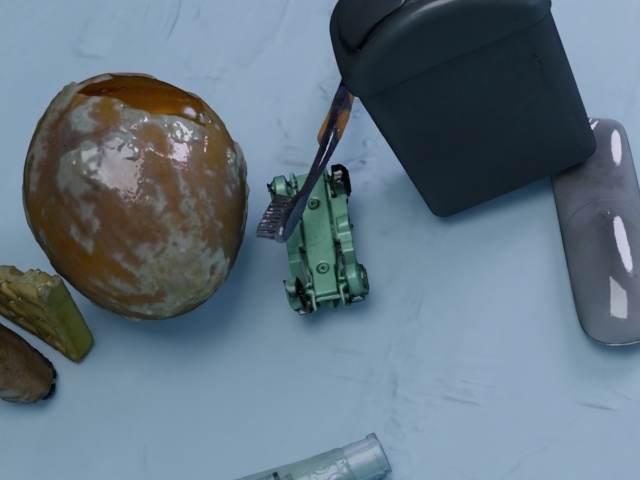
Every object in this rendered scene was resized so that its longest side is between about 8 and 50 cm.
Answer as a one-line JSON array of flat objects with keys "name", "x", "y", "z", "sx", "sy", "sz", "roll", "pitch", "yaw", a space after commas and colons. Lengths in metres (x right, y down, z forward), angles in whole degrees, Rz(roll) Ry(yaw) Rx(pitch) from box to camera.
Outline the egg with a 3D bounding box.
[{"name": "egg", "x": -0.156, "y": -0.038, "z": 1.301, "sx": 0.195, "sy": 0.195, "sz": 0.233, "roll": -23, "pitch": 53, "yaw": -1}]

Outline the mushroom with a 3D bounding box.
[{"name": "mushroom", "x": -0.332, "y": 0.086, "z": 1.330, "sx": 0.210, "sy": 0.094, "sz": 0.072, "roll": 8, "pitch": 64, "yaw": 23}]

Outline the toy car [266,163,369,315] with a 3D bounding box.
[{"name": "toy car", "x": 0.000, "y": 0.000, "z": 1.319, "sx": 0.073, "sy": 0.054, "sz": 0.143, "roll": -13, "pitch": 58, "yaw": 4}]

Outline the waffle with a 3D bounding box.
[{"name": "waffle", "x": -0.288, "y": 0.032, "z": 1.332, "sx": 0.191, "sy": 0.125, "sz": 0.032, "roll": 27, "pitch": 66, "yaw": 24}]

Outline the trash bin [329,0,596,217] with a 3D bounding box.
[{"name": "trash bin", "x": 0.117, "y": -0.141, "z": 1.252, "sx": 0.177, "sy": 0.236, "sz": 0.101, "roll": -23, "pitch": 45, "yaw": 9}]

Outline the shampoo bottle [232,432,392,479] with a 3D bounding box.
[{"name": "shampoo bottle", "x": -0.036, "y": 0.206, "z": 1.206, "sx": 0.191, "sy": 0.041, "sz": 0.069, "roll": -25, "pitch": 51, "yaw": -2}]

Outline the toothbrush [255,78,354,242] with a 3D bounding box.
[{"name": "toothbrush", "x": 0.013, "y": -0.110, "z": 1.358, "sx": 0.031, "sy": 0.023, "sz": 0.321, "roll": 9, "pitch": 47, "yaw": 20}]

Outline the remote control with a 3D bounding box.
[{"name": "remote control", "x": 0.237, "y": -0.013, "z": 1.273, "sx": 0.073, "sy": 0.044, "sz": 0.229, "roll": -11, "pitch": 56, "yaw": 10}]
